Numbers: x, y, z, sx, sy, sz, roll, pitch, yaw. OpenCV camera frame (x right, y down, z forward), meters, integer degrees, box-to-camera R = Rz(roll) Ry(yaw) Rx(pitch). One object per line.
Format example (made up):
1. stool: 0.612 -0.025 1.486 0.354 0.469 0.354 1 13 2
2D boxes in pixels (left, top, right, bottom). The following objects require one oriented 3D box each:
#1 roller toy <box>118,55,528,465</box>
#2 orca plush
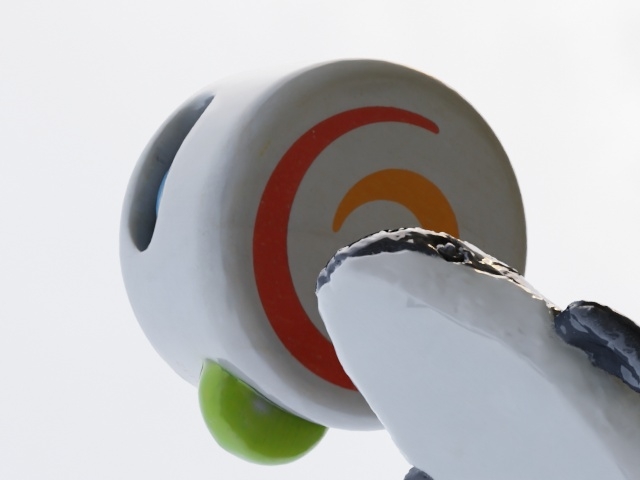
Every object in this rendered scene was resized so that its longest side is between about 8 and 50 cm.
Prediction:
1. roller toy: 0.000 0.000 1.000 0.209 0.146 0.191 -21 -79 -26
2. orca plush: 0.136 0.080 0.767 0.287 0.151 0.102 27 -141 17
